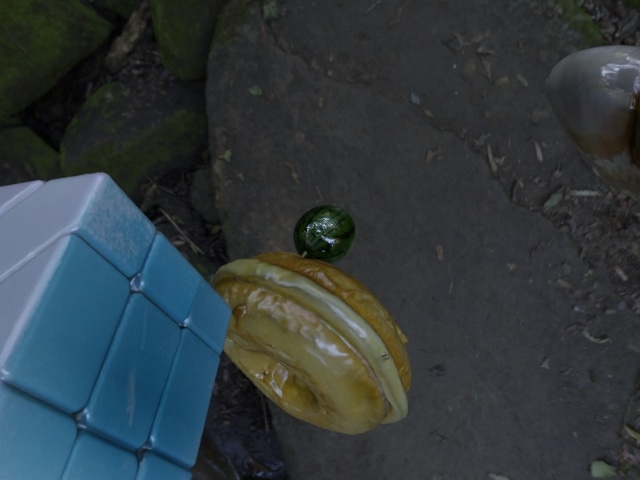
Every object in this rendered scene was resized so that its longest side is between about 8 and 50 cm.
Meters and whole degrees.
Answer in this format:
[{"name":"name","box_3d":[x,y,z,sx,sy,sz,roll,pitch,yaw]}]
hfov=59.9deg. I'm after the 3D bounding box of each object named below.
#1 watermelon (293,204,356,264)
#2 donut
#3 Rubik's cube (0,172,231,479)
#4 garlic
[{"name":"watermelon","box_3d":[0.000,0.000,1.261,0.141,0.140,0.187,27,48,20]},{"name":"donut","box_3d":[-0.021,0.198,1.062,0.449,0.448,0.198,27,59,20]},{"name":"Rubik's cube","box_3d":[-0.337,0.148,0.657,0.319,0.315,0.321,-5,52,21]},{"name":"garlic","box_3d":[0.250,-0.091,0.402,0.099,0.124,0.174,-57,30,3]}]
